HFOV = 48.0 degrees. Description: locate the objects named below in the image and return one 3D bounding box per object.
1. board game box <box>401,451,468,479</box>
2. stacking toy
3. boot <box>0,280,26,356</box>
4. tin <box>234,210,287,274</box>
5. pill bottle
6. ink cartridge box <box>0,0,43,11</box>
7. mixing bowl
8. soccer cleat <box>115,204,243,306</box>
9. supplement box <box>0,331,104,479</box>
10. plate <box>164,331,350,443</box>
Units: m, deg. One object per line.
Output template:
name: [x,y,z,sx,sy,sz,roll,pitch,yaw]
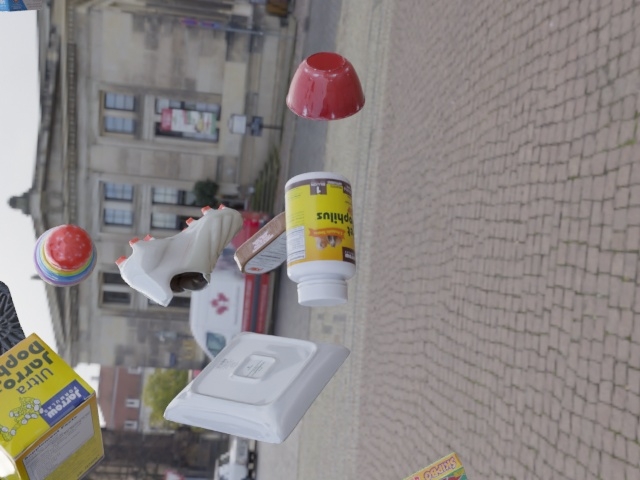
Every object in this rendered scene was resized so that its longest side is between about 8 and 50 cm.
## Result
board game box: [0.198,0.448,1.225,0.039,0.124,0.259,60,177,38]
stacking toy: [-0.533,0.028,1.508,0.330,0.141,0.141,171,104,-69]
boot: [-0.796,0.379,1.834,0.367,0.146,0.445,-115,26,-44]
tin: [-0.080,0.003,1.348,0.189,0.106,0.040,-39,59,25]
pill bottle: [0.000,0.000,1.221,0.117,0.117,0.215,119,149,-73]
ink cartridge box: [-0.533,-0.457,1.232,0.088,0.052,0.123,-45,-44,-62]
mixing bowl: [0.011,-0.356,1.602,0.182,0.181,0.098,-93,1,-49]
soccer cleat: [-0.136,0.017,0.778,0.068,0.076,0.196,-50,-9,30]
supplement box: [-0.599,0.395,1.509,0.194,0.195,0.357,-41,-19,-35]
plate: [-0.122,0.259,1.374,0.277,0.277,0.045,-46,-50,-48]
